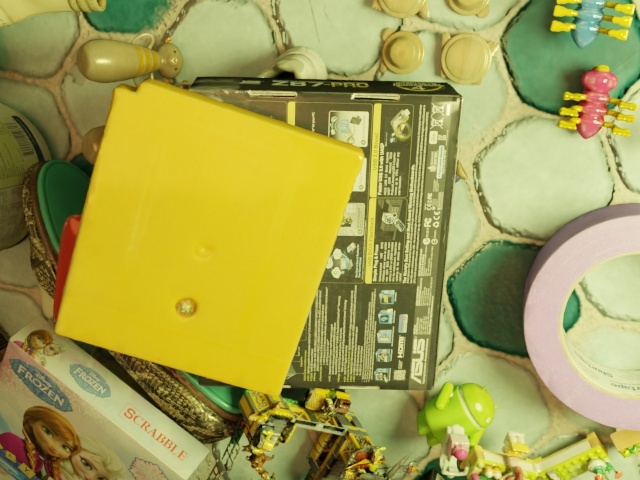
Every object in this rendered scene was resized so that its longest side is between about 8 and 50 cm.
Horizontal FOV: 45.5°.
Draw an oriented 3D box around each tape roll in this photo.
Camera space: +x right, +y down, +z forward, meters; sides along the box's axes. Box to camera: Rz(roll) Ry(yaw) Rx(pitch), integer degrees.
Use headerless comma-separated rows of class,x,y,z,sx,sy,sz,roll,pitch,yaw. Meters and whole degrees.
tape roll,0.397,0.095,0.963,0.274,0.090,0.275,3,103,14

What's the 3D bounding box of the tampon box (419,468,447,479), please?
tampon box,0.149,0.440,1.097,0.120,0.101,0.161,41,109,2

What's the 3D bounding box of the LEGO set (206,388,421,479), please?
LEGO set,-0.039,0.374,1.040,0.255,0.192,0.331,27,103,-33

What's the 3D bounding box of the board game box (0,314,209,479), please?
board game box,-0.361,0.315,1.162,0.318,0.066,0.318,37,129,4

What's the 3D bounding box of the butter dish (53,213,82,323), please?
butter dish,-0.254,0.033,0.992,0.159,0.118,0.160,7,110,-14

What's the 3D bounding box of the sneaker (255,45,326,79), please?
sneaker,-0.092,-0.160,1.010,0.090,0.115,0.232,39,109,2

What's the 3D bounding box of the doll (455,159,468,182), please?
doll,0.100,-0.065,1.021,0.189,0.046,0.129,-25,95,18

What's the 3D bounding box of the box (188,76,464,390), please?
box,0.000,0.000,0.963,0.318,0.097,0.395,0,112,-3

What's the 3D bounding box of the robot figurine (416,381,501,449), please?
robot figurine,0.190,0.240,1.059,0.115,0.067,0.101,-31,111,18

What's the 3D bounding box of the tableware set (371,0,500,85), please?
tableware set,0.146,-0.275,0.975,0.168,0.020,0.141,8,106,11

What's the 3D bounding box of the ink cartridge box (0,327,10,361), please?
ink cartridge box,-0.623,0.233,1.193,0.234,0.193,0.088,-40,93,19

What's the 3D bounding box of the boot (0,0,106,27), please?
boot,-0.397,-0.430,1.036,0.203,0.095,0.262,-5,95,11

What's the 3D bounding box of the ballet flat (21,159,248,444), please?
ballet flat,-0.295,0.115,1.114,0.182,0.164,0.483,-38,95,32

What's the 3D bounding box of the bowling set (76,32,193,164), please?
bowling set,-0.203,-0.119,0.999,0.199,0.154,0.287,20,113,41

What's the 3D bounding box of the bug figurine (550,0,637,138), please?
bug figurine,0.399,-0.207,0.901,0.278,0.072,0.216,14,112,6

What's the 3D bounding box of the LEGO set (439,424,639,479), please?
LEGO set,0.301,0.315,1.005,0.286,0.107,0.132,-2,124,0

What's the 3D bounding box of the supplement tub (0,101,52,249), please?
supplement tub,-0.546,-0.069,1.031,0.235,0.325,0.236,4,104,16

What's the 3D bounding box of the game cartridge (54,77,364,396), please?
game cartridge,-0.133,0.002,0.889,0.285,0.053,0.324,18,106,-7
